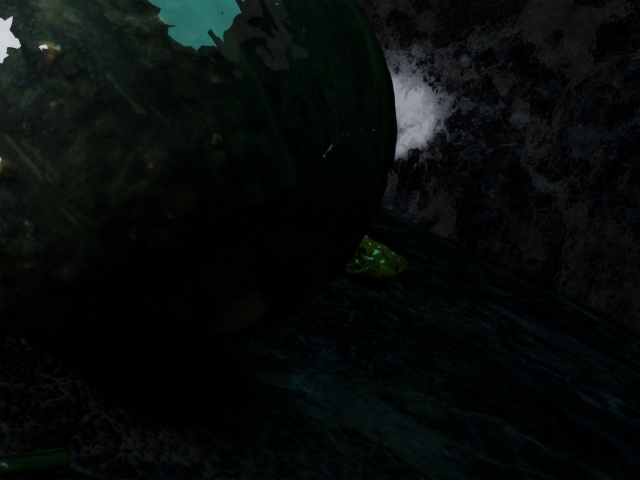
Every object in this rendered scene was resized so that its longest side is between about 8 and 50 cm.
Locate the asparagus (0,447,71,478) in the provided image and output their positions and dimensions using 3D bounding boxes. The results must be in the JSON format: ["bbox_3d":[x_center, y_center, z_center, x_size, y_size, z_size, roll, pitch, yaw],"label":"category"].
[{"bbox_3d":[-0.170,0.093,0.337,0.163,0.016,0.016,14,39,-50],"label":"asparagus"}]

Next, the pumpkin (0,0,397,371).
[{"bbox_3d":[-0.104,-0.057,0.545,0.328,0.291,0.257,-10,63,-50],"label":"pumpkin"}]

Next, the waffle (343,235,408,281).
[{"bbox_3d":[0.001,-0.002,1.294,0.291,0.051,0.291,22,7,-3],"label":"waffle"}]
